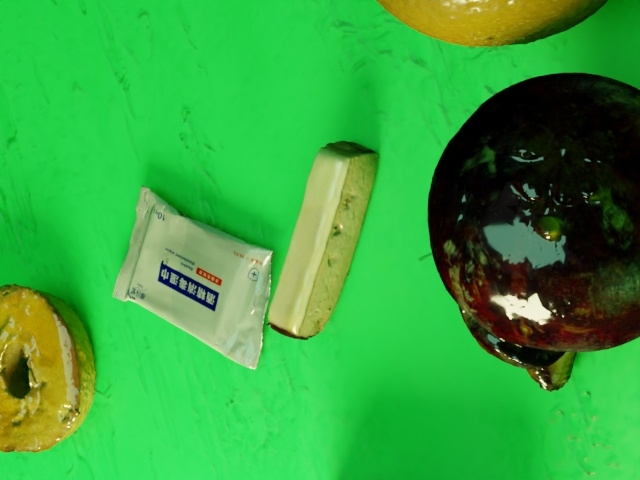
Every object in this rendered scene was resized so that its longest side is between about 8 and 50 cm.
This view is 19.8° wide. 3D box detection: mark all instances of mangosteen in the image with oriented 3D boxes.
[{"bbox_3d":[0.197,0.003,1.492,0.231,0.231,0.289,43,155,27],"label":"mangosteen"}]

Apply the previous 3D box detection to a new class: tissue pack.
[{"bbox_3d":[-0.123,0.035,1.820,0.193,0.026,0.123,26,108,33],"label":"tissue pack"}]

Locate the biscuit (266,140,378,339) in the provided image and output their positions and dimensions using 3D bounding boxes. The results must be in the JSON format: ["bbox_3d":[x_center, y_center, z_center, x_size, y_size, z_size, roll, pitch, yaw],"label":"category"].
[{"bbox_3d":[0.000,0.000,1.709,0.052,0.056,0.188,26,107,33],"label":"biscuit"}]

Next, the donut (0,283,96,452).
[{"bbox_3d":[-0.303,0.134,1.940,0.162,0.065,0.178,2,93,32],"label":"donut"}]

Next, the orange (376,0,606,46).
[{"bbox_3d":[0.138,-0.291,1.464,0.274,0.274,0.274,2,94,37],"label":"orange"}]
